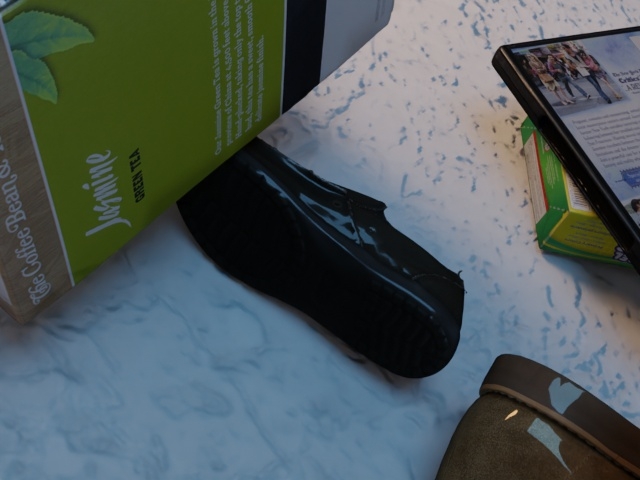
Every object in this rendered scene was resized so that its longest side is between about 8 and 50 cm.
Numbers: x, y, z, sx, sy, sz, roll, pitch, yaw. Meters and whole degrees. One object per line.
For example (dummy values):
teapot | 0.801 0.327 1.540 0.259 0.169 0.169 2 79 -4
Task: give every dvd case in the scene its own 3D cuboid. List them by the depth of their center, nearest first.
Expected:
dvd case | 0.257 -0.058 0.806 0.180 0.022 0.253 -13 60 -29

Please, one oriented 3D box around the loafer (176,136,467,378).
loafer | 0.000 0.000 0.698 0.220 0.080 0.078 39 38 7

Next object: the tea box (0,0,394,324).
tea box | -0.169 -0.197 0.614 0.329 0.220 0.323 38 62 20

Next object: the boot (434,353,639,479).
boot | 0.201 0.196 0.622 0.305 0.112 0.115 33 74 4

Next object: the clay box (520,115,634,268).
clay box | 0.269 -0.034 0.843 0.222 0.053 0.127 12 50 -15
